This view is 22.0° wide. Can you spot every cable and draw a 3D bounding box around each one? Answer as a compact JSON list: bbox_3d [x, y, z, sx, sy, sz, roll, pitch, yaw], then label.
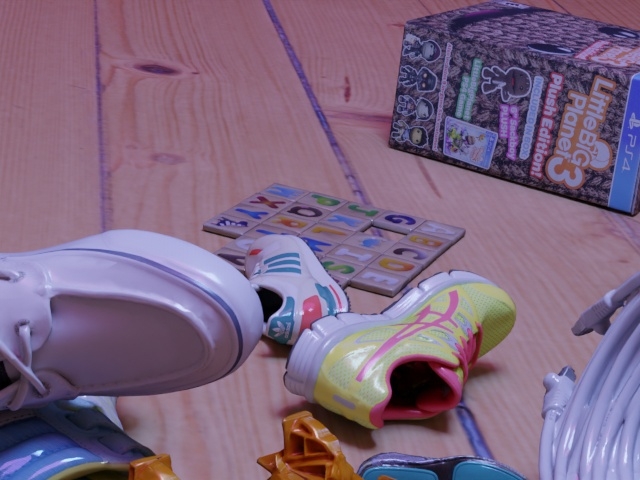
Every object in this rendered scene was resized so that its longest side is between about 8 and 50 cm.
[{"bbox_3d":[0.213,0.104,0.911,0.089,0.257,0.257,30,49,-12],"label":"cable"}]

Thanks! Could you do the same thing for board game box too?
[{"bbox_3d":[0.261,-0.154,1.787,0.291,0.141,0.232,18,22,27],"label":"board game box"}]

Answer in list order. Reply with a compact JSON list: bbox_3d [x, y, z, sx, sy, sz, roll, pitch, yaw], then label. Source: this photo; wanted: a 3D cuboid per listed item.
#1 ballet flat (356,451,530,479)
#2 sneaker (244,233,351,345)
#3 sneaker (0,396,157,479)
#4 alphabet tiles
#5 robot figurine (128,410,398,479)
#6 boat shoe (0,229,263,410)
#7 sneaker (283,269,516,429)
[{"bbox_3d":[0.077,0.151,1.031,0.114,0.041,0.041,7,20,-4],"label":"ballet flat"},{"bbox_3d":[-0.039,0.036,1.278,0.075,0.057,0.161,3,22,-27],"label":"sneaker"},{"bbox_3d":[-0.135,0.115,0.934,0.208,0.127,0.319,16,31,28],"label":"sneaker"},{"bbox_3d":[0.000,0.000,1.465,0.198,0.009,0.237,15,20,19],"label":"alphabet tiles"},{"bbox_3d":[0.038,0.191,0.749,0.211,0.085,0.291,-12,34,-45],"label":"robot figurine"},{"bbox_3d":[-0.158,0.053,0.835,0.258,0.095,0.084,-3,28,20],"label":"boat shoe"},{"bbox_3d":[0.076,0.087,1.165,0.208,0.081,0.094,-20,39,-40],"label":"sneaker"}]
